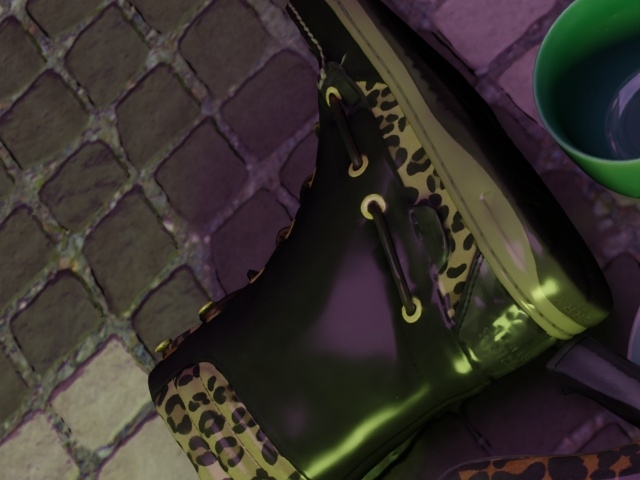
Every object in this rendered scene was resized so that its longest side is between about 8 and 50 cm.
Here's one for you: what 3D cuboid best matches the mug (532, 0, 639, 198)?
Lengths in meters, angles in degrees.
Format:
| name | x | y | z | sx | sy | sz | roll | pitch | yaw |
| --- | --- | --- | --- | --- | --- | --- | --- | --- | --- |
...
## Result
| name | x | y | z | sx | sy | sz | roll | pitch | yaw |
| --- | --- | --- | --- | --- | --- | --- | --- | --- | --- |
| mug | 0.213 | -0.080 | 0.986 | 0.129 | 0.097 | 0.158 | -14 | 66 | 25 |

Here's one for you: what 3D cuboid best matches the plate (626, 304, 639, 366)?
| name | x | y | z | sx | sy | sz | roll | pitch | yaw |
| --- | --- | --- | --- | --- | --- | --- | --- | --- | --- |
| plate | 0.279 | 0.072 | 0.933 | 0.188 | 0.024 | 0.188 | -11 | 66 | 27 |

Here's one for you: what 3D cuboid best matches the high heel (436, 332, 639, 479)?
| name | x | y | z | sx | sy | sz | roll | pitch | yaw |
| --- | --- | --- | --- | --- | --- | --- | --- | --- | --- |
| high heel | 0.149 | 0.191 | 0.887 | 0.186 | 0.093 | 0.261 | 31 | 80 | 41 |

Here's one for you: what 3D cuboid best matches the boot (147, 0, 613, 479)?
| name | x | y | z | sx | sy | sz | roll | pitch | yaw |
| --- | --- | --- | --- | --- | --- | --- | --- | --- | --- |
| boot | 0.000 | 0.000 | 1.056 | 0.284 | 0.138 | 0.377 | -44 | 50 | 15 |
